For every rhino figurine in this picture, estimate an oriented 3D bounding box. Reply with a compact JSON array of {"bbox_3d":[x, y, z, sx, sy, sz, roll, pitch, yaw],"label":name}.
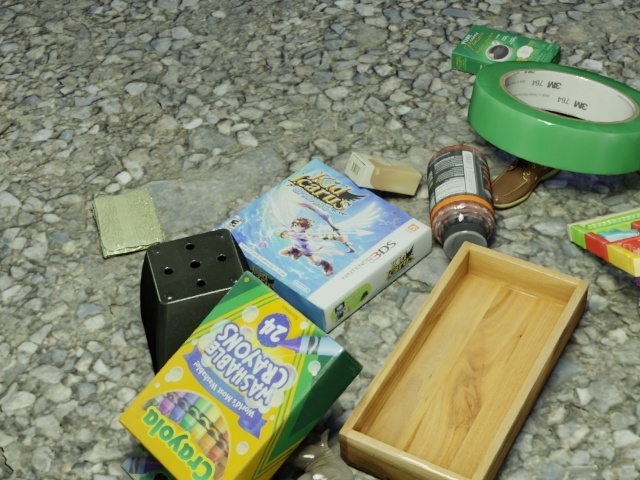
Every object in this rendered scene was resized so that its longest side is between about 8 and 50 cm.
[{"bbox_3d":[-0.004,0.335,1.564,0.106,0.073,0.243,-14,43,-4],"label":"rhino figurine"}]

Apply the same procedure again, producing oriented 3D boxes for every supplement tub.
[{"bbox_3d":[0.228,-0.057,1.924,0.106,0.106,0.198,-2,45,3],"label":"supplement tub"}]

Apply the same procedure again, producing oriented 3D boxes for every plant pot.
[{"bbox_3d":[-0.175,0.092,1.763,0.187,0.167,0.188,-13,44,-9],"label":"plant pot"}]

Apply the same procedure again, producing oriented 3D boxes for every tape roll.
[{"bbox_3d":[0.414,-0.214,2.015,0.321,0.077,0.321,7,27,-4],"label":"tape roll"}]

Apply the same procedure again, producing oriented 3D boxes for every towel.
[{"bbox_3d":[-0.325,-0.033,2.004,0.110,0.027,0.148,-14,45,-10],"label":"towel"}]

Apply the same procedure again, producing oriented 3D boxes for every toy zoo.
[{"bbox_3d":[0.518,-0.003,1.795,0.192,0.030,0.293,-13,14,-8],"label":"toy zoo"}]

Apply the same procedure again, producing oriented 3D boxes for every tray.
[{"bbox_3d":[0.213,0.185,1.700,0.202,0.076,0.411,19,50,23],"label":"tray"}]

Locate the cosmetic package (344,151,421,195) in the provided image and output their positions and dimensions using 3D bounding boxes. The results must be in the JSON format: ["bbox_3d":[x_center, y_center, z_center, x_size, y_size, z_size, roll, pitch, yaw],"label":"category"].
[{"bbox_3d":[0.106,-0.112,1.996,0.115,0.041,0.060,7,25,-33],"label":"cosmetic package"}]

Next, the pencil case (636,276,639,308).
[{"bbox_3d":[0.577,0.116,1.721,0.104,0.104,0.236,-33,50,-26],"label":"pencil case"}]

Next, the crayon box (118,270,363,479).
[{"bbox_3d":[-0.125,0.226,1.588,0.203,0.083,0.323,36,83,34],"label":"crayon box"}]

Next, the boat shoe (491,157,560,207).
[{"bbox_3d":[0.344,-0.119,2.008,0.178,0.060,0.064,-35,51,-27],"label":"boat shoe"}]

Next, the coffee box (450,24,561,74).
[{"bbox_3d":[0.353,-0.350,2.260,0.184,0.040,0.113,18,48,22],"label":"coffee box"}]

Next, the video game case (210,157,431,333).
[{"bbox_3d":[0.000,0.000,1.918,0.244,0.061,0.269,-36,52,-29],"label":"video game case"}]
